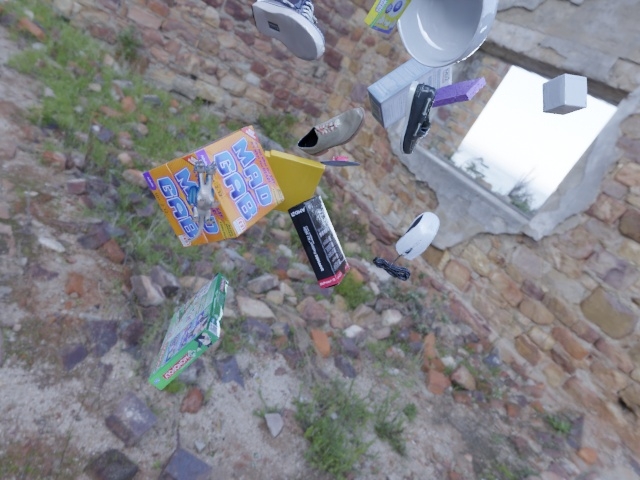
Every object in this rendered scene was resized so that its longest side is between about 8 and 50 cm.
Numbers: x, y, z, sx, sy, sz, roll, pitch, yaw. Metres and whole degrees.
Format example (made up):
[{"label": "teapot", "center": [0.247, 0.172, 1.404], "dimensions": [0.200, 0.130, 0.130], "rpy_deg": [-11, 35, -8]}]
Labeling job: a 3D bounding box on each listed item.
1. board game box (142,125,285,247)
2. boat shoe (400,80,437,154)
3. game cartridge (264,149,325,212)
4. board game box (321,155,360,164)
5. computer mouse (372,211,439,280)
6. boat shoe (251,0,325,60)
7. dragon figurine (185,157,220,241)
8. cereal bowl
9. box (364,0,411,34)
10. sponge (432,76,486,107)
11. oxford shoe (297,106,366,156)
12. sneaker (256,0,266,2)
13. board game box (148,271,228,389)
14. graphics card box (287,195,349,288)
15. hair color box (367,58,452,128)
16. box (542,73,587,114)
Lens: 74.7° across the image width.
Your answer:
[{"label": "board game box", "center": [-0.444, -0.227, 1.798], "dimensions": [0.356, 0.356, 0.357], "rpy_deg": [-45, 118, -47]}, {"label": "boat shoe", "center": [0.340, -0.407, 1.461], "dimensions": [0.091, 0.115, 0.303], "rpy_deg": [19, -25, 16]}, {"label": "game cartridge", "center": [-0.164, -0.267, 1.986], "dimensions": [0.285, 0.324, 0.053], "rpy_deg": [13, 44, -17]}, {"label": "board game box", "center": [0.081, -0.331, 1.721], "dimensions": [0.168, 0.033, 0.133], "rpy_deg": [5, 2, 41]}, {"label": "computer mouse", "center": [0.228, 0.012, 1.059], "dimensions": [0.106, 0.193, 0.042], "rpy_deg": [34, 13, -12]}, {"label": "boat shoe", "center": [-0.059, -0.660, 1.256], "dimensions": [0.158, 0.127, 0.340], "rpy_deg": [-35, 57, -17]}, {"label": "dragon figurine", "center": [-0.392, -0.130, 1.393], "dimensions": [0.085, 0.289, 0.144], "rpy_deg": [3, 45, -25]}, {"label": "cereal bowl", "center": [0.389, -0.700, 1.250], "dimensions": [0.141, 0.339, 0.339], "rpy_deg": [-19, 47, -28]}, {"label": "box", "center": [0.214, -0.689, 1.198], "dimensions": [0.105, 0.179, 0.043], "rpy_deg": [-18, 62, -49]}, {"label": "sponge", "center": [0.519, -0.571, 1.630], "dimensions": [0.031, 0.117, 0.210], "rpy_deg": [53, -21, -26]}, {"label": "oxford shoe", "center": [0.046, -0.481, 1.869], "dimensions": [0.130, 0.348, 0.123], "rpy_deg": [-2, 67, -53]}, {"label": "sneaker", "center": [-0.146, -0.916, 1.588], "dimensions": [0.115, 0.282, 0.105], "rpy_deg": [30, -8, 10]}, {"label": "board game box", "center": [-0.359, 0.238, 1.181], "dimensions": [0.046, 0.213, 0.317], "rpy_deg": [43, 11, -21]}, {"label": "graphics card box", "center": [0.000, 0.000, 1.830], "dimensions": [0.371, 0.094, 0.233], "rpy_deg": [68, 21, -8]}, {"label": "hair color box", "center": [0.401, -0.683, 1.861], "dimensions": [0.114, 0.374, 0.185], "rpy_deg": [56, -1, 26]}, {"label": "box", "center": [0.789, -0.469, 1.357], "dimensions": [0.101, 0.102, 0.087], "rpy_deg": [-1, 0, -21]}]
